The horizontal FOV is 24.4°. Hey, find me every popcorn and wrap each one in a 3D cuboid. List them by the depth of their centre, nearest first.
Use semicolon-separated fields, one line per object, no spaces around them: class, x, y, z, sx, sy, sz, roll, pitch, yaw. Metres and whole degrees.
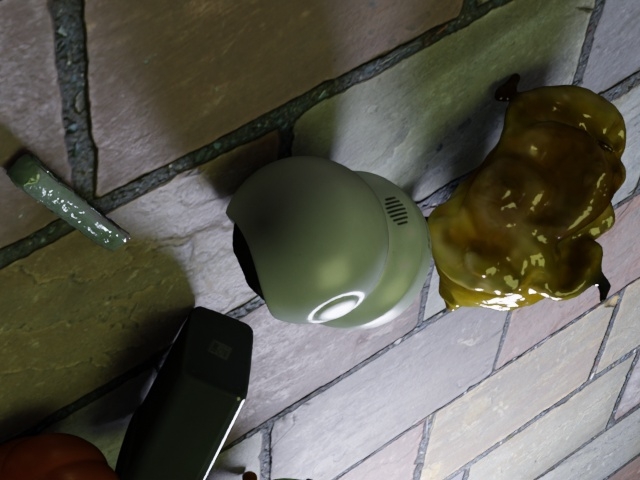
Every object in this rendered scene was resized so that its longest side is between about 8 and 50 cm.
popcorn;0.273;-0.028;1.920;0.297;0.281;0.316;-41;171;-42

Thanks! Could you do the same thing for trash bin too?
trash bin;-0.165;0.217;1.772;0.177;0.101;0.236;-85;-160;-62

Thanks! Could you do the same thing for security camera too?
security camera;0.000;0.000;1.655;0.194;0.194;0.236;-49;155;12

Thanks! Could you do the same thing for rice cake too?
rice cake;-0.245;-0.033;1.457;0.033;0.033;0.207;-44;153;0

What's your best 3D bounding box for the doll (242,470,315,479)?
doll;-0.115;0.432;2.149;0.213;0.213;0.236;100;5;-49

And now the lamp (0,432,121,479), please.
lamp;-0.310;0.313;1.702;0.164;0.187;0.188;1;130;-56
